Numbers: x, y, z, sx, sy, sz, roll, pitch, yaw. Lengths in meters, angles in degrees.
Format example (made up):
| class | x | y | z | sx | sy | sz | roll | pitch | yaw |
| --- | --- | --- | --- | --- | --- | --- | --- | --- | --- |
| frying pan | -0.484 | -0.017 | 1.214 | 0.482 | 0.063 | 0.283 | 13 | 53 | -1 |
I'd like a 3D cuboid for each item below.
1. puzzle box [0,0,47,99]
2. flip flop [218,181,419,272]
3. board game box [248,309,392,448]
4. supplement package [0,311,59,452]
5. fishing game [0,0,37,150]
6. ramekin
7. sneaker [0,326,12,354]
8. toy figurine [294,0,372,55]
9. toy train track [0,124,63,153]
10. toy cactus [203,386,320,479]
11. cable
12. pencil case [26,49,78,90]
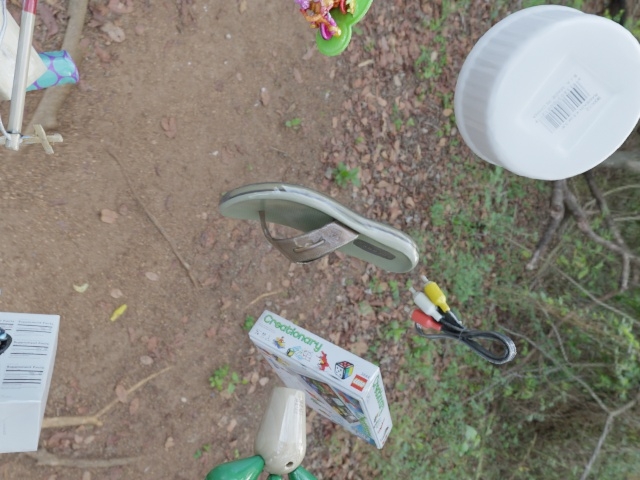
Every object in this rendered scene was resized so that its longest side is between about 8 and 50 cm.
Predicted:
| class | x | y | z | sx | sy | sz | roll | pitch | yaw |
| --- | --- | --- | --- | --- | --- | --- | --- | --- | --- |
| puzzle box | -0.464 | -0.259 | 0.362 | 0.272 | 0.408 | 0.052 | 75 | 33 | -50 |
| flip flop | 0.000 | 0.000 | 0.583 | 0.276 | 0.112 | 0.080 | 22 | 70 | -15 |
| board game box | 0.013 | 0.239 | 0.731 | 0.053 | 0.192 | 0.305 | -55 | 151 | -25 |
| supplement package | -0.628 | 0.283 | 0.894 | 0.149 | 0.203 | 0.194 | 9 | 128 | -27 |
| fishing game | -0.217 | -0.126 | 0.172 | 0.264 | 0.041 | 0.189 | 5 | 90 | -84 |
| ramekin | 0.377 | -0.235 | 0.738 | 0.135 | 0.277 | 0.277 | -93 | 170 | -64 |
| sneaker | -0.394 | 0.112 | 0.514 | 0.073 | 0.162 | 0.063 | 4 | 127 | -22 |
| toy figurine | -0.006 | -0.414 | 0.728 | 0.159 | 0.130 | 0.173 | -4 | 110 | -59 |
| toy train track | -0.414 | -0.147 | 0.639 | 0.083 | 0.014 | 0.048 | -5 | 136 | -8 |
| toy cactus | -0.041 | 0.223 | 0.392 | 0.218 | 0.112 | 0.181 | 23 | 57 | -26 |
| cable | 0.304 | 0.209 | 1.041 | 0.072 | 0.287 | 0.140 | 12 | 109 | -36 |
| pencil case | -0.550 | -0.318 | 0.856 | 0.151 | 0.064 | 0.070 | -35 | 160 | -39 |
